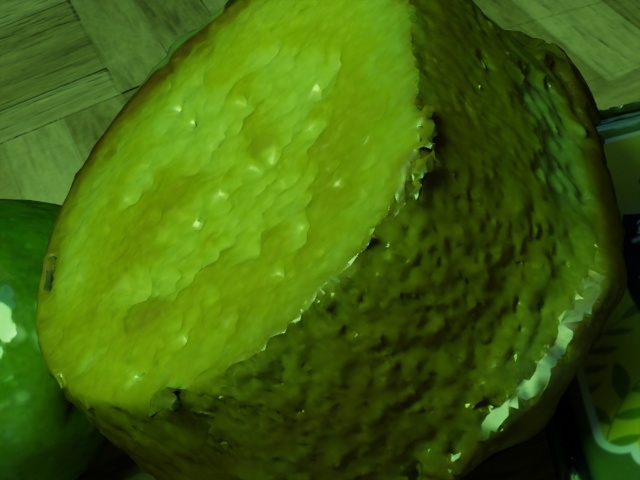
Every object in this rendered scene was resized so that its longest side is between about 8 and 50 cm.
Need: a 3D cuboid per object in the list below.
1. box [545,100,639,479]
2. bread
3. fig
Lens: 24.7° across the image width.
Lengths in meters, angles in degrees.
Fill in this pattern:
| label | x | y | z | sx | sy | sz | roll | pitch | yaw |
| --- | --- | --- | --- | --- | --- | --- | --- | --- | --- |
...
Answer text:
| label | x | y | z | sx | sy | sz | roll | pitch | yaw |
| --- | --- | --- | --- | --- | --- | --- | --- | --- | --- |
| box | 0.343 | 0.038 | 0.959 | 0.420 | 0.138 | 0.373 | -13 | 38 | 7 |
| bread | 0.000 | 0.000 | 0.935 | 0.398 | 0.215 | 0.398 | -29 | 40 | 28 |
| fig | -0.217 | 0.086 | 1.117 | 0.233 | 0.314 | 0.233 | -2 | 84 | 21 |
